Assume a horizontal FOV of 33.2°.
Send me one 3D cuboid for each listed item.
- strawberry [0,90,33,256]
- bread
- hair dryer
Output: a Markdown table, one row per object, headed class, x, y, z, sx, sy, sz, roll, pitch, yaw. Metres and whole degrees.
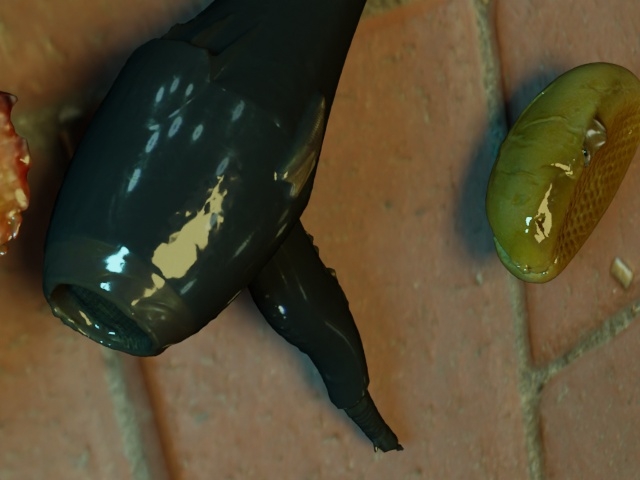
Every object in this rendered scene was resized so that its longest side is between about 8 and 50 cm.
| class | x | y | z | sx | sy | sz | roll | pitch | yaw |
| --- | --- | --- | --- | --- | --- | --- | --- | --- | --- |
| strawberry | -0.242 | 0.015 | 0.385 | 0.286 | 0.106 | 0.188 | -36 | 126 | -47 |
| bread | 0.171 | -0.053 | 0.769 | 0.189 | 0.077 | 0.114 | -51 | 148 | -25 |
| hair dryer | 0.000 | 0.000 | 0.632 | 0.304 | 0.120 | 0.359 | -63 | 144 | -33 |
